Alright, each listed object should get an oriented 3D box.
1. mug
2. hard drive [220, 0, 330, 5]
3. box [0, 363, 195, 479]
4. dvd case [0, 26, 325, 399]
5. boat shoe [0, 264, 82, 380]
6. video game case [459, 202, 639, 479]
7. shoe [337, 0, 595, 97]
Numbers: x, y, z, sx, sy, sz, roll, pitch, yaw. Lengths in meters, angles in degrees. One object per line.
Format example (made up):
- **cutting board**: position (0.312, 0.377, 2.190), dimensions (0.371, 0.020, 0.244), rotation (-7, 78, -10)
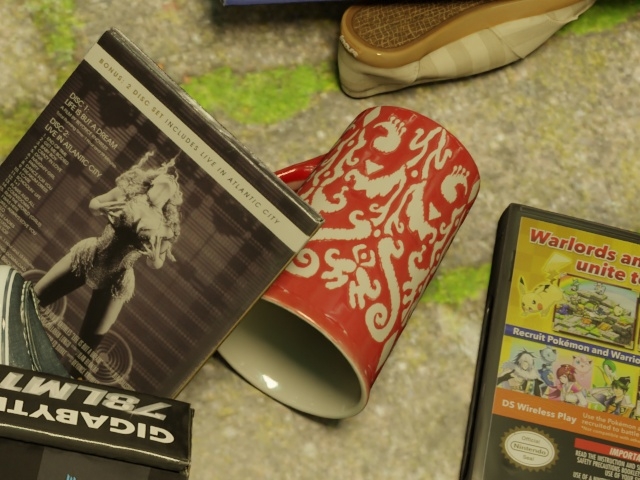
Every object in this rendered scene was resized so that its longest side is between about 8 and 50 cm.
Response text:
- **mug**: position (0.004, -0.003, 1.203), dimensions (0.150, 0.113, 0.169), rotation (34, 61, 1)
- **hard drive**: position (0.071, -0.244, 1.327), dimensions (0.318, 0.040, 0.210), rotation (-4, 50, -15)
- **box**: position (-0.236, 0.188, 0.984), dimensions (0.293, 0.295, 0.073), rotation (13, 23, -9)
- **dvd case**: position (-0.126, 0.015, 1.137), dimensions (0.164, 0.018, 0.221), rotation (42, 108, 7)
- **boat shoe**: position (-0.141, 0.101, 1.118), dimensions (0.083, 0.065, 0.183), rotation (-7, 96, 4)
- **video game case**: position (0.228, 0.123, 1.241), dimensions (0.275, 0.035, 0.248), rotation (14, 65, -6)
- **shoe**: position (0.102, -0.151, 1.322), dimensions (0.219, 0.058, 0.076), rotation (-22, 54, -24)
